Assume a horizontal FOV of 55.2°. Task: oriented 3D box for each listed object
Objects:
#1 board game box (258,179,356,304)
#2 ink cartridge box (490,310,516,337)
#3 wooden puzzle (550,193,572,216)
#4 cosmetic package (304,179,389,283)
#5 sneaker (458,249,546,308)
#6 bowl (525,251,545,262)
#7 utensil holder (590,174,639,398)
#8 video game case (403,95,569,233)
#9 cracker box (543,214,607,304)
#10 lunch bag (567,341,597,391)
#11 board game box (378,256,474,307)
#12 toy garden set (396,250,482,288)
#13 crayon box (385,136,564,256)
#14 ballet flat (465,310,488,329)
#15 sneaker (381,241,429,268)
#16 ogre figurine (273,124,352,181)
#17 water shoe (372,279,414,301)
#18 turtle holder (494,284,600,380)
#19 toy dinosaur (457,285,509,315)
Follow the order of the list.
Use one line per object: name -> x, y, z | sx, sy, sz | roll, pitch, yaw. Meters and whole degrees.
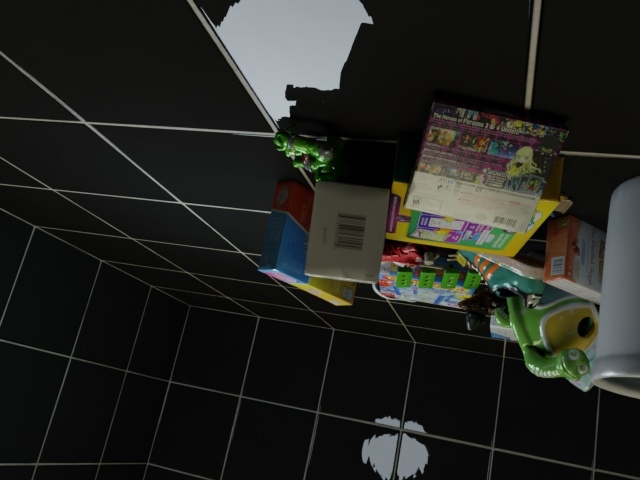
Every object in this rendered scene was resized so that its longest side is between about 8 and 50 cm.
board game box -> -0.012, 0.015, 1.621 | 0.064, 0.242, 0.316 | -4, 158, 41
ink cartridge box -> 0.769, 0.290, 2.175 | 0.307, 0.129, 0.223 | 7, 162, 19
wooden puzzle -> 0.504, -0.083, 1.333 | 0.078, 0.014, 0.116 | 16, 164, 1
cosmetic package -> 0.067, -0.018, 1.358 | 0.155, 0.197, 0.365 | 7, 180, 4
sneaker -> 0.443, 0.076, 1.549 | 0.108, 0.121, 0.302 | 1, -164, -25
bowl -> 0.611, 0.075, 1.710 | 0.142, 0.053, 0.142 | 13, 164, -1
utensil holder -> 0.694, 0.097, 1.137 | 0.327, 0.386, 0.328 | 12, 164, 3
video game case -> 0.282, -0.128, 1.076 | 0.232, 0.042, 0.210 | 12, 124, 1
cracker box -> 0.631, 0.052, 1.438 | 0.232, 0.156, 0.067 | 20, 161, -27
lunch bag -> 0.962, 0.388, 2.115 | 0.108, 0.279, 0.224 | 37, -173, 28
board game box -> 0.349, 0.131, 2.023 | 0.308, 0.086, 0.302 | 9, 164, 11
toy garden set -> 0.345, 0.076, 1.770 | 0.244, 0.049, 0.204 | 1, 152, 4
crayon box -> 0.306, -0.081, 1.312 | 0.312, 0.106, 0.363 | 7, 163, 6
ballet flat -> 0.471, 0.243, 1.865 | 0.057, 0.049, 0.173 | 20, -176, 28
sneaker -> 0.216, 0.021, 1.800 | 0.221, 0.087, 0.128 | 5, 158, -20
ogre figurine -> -0.007, -0.172, 1.260 | 0.118, 0.097, 0.197 | 17, 156, 25
water shoe -> 0.276, 0.197, 2.320 | 0.203, 0.073, 0.080 | 18, 165, -19
turtle holder -> 0.589, 0.197, 1.556 | 0.227, 0.244, 0.320 | -24, 180, 30
toy dinosaur -> 0.571, 0.190, 1.885 | 0.321, 0.164, 0.218 | -27, -174, -23
